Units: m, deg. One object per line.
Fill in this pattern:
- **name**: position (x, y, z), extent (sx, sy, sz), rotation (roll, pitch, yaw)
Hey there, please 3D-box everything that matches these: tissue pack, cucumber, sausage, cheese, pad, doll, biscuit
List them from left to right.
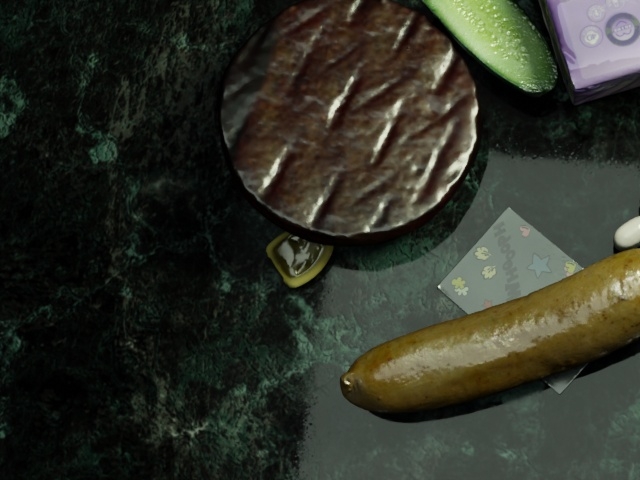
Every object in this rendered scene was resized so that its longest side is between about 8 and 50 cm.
- **cheese**: position (0.000, 0.000, 1.904), extent (0.162, 0.036, 0.086), rotation (-33, 73, 4)
- **biscuit**: position (0.044, -0.184, 1.887), extent (0.407, 0.091, 0.407), rotation (-1, 73, 2)
- **cucumber**: position (0.272, -0.307, 1.899), extent (0.115, 0.063, 0.244), rotation (-35, 72, -6)
- **sausage**: position (0.271, 0.146, 1.753), extent (0.501, 0.136, 0.123), rotation (-21, 51, 10)
- **pad**: position (0.315, 0.088, 1.828), extent (0.245, 0.006, 0.170), rotation (42, 90, 18)
- **tissue pack**: position (0.499, -0.363, 1.808), extent (0.338, 0.160, 0.242), rotation (-15, 81, 8)
- **doll**: position (0.525, -0.022, 1.777), extent (0.161, 0.059, 0.160), rotation (32, 87, 18)
